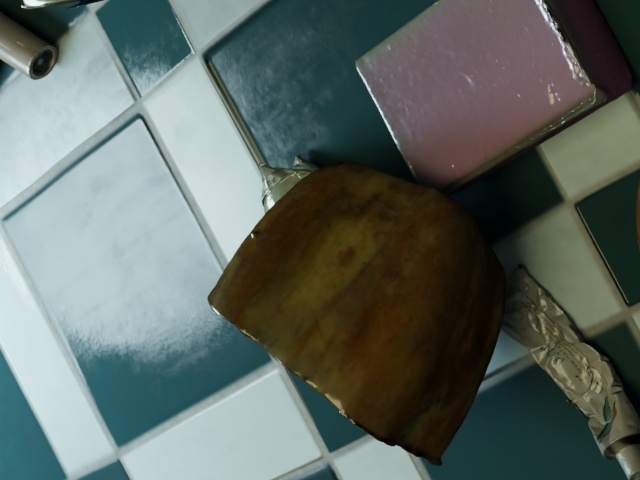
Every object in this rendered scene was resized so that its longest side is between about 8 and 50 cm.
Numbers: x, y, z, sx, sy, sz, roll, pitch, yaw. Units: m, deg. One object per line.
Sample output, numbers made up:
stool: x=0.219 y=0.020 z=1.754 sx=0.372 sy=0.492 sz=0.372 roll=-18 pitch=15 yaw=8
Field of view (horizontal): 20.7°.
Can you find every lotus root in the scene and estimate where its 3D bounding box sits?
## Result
lotus root: x=0.056 y=0.065 z=1.867 sx=0.316 sy=0.316 sz=0.250 roll=28 pitch=84 yaw=30

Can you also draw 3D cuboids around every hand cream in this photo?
hand cream: x=0.270 y=0.145 z=1.854 sx=0.257 sy=0.050 sz=0.084 roll=54 pitch=132 yaw=26

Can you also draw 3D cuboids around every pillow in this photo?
pillow: x=0.000 y=0.000 z=2.011 sx=0.134 sy=0.078 sz=0.181 roll=11 pitch=114 yaw=37

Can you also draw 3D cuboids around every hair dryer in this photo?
hair dryer: x=-0.444 y=-0.205 z=2.333 sx=0.195 sy=0.053 sz=0.220 roll=32 pitch=126 yaw=27

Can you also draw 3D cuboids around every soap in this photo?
soap: x=0.173 y=-0.171 z=1.792 sx=0.259 sy=0.081 sz=0.181 roll=-34 pitch=83 yaw=44

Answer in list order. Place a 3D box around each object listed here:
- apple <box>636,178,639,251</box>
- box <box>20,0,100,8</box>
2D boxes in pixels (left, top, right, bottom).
apple: x=0.405 y=-0.016 z=1.575 sx=0.260 sy=0.194 sz=0.261 roll=19 pitch=120 yaw=37
box: x=-0.154 y=-0.453 z=1.735 sx=0.138 sy=0.420 sz=0.373 roll=-2 pitch=107 yaw=42
